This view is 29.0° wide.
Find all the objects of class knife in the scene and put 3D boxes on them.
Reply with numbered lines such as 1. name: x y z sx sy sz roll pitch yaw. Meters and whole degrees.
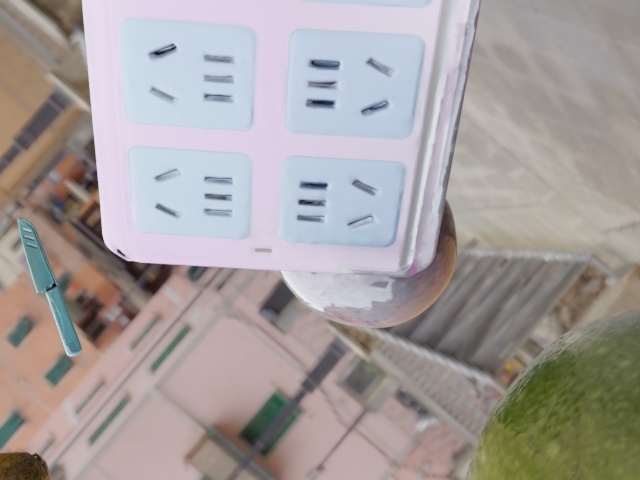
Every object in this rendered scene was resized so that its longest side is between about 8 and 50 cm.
1. knife: -0.165 0.028 0.745 0.005 0.014 0.091 119 130 -82

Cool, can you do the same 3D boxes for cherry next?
1. cherry: 0.001 0.000 0.857 0.188 0.115 0.148 5 179 7

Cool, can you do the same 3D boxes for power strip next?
1. power strip: -0.009 -0.090 0.325 0.109 0.038 0.279 4 136 -1

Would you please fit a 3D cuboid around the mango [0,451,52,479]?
1. mango: -0.231 0.187 0.737 0.105 0.159 0.084 80 171 -62

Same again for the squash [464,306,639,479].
1. squash: 0.213 0.161 0.612 0.310 0.310 0.309 42 -175 -11
